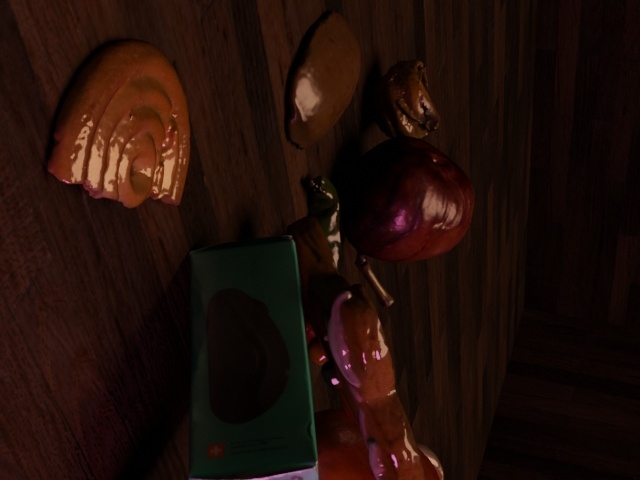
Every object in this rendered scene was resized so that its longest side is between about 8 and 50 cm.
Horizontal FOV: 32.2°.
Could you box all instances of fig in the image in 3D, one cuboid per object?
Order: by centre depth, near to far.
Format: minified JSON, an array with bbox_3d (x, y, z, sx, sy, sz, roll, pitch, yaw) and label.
[{"bbox_3d":[0.099,-0.035,1.652,0.249,0.186,0.204,-42,158,30],"label":"fig"}]

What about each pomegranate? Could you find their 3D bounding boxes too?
[{"bbox_3d":[0.034,0.349,1.531,0.252,0.270,0.229,23,105,-42],"label":"pomegranate"}]

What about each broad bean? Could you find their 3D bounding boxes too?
[{"bbox_3d":[0.004,-0.006,1.516,0.061,0.046,0.195,-39,133,-48],"label":"broad bean"}]

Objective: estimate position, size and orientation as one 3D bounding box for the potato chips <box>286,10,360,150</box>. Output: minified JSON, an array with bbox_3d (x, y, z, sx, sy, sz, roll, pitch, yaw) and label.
[{"bbox_3d":[0.010,-0.202,1.422,0.201,0.049,0.150,-52,143,-46],"label":"potato chips"}]

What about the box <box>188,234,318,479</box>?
[{"bbox_3d":[-0.064,0.171,1.105,0.311,0.118,0.205,-97,-176,-49],"label":"box"}]

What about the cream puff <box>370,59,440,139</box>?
[{"bbox_3d":[0.128,-0.209,1.700,0.133,0.104,0.119,34,35,-79],"label":"cream puff"}]

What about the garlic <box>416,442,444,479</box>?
[{"bbox_3d":[0.129,0.466,2.064,0.229,0.178,0.143,-66,-162,15],"label":"garlic"}]

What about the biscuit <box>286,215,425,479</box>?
[{"bbox_3d":[0.013,0.114,1.289,0.432,0.064,0.283,-125,-164,-66],"label":"biscuit"}]

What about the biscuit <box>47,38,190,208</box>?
[{"bbox_3d":[-0.158,-0.100,0.962,0.224,0.033,0.144,20,81,-74],"label":"biscuit"}]
